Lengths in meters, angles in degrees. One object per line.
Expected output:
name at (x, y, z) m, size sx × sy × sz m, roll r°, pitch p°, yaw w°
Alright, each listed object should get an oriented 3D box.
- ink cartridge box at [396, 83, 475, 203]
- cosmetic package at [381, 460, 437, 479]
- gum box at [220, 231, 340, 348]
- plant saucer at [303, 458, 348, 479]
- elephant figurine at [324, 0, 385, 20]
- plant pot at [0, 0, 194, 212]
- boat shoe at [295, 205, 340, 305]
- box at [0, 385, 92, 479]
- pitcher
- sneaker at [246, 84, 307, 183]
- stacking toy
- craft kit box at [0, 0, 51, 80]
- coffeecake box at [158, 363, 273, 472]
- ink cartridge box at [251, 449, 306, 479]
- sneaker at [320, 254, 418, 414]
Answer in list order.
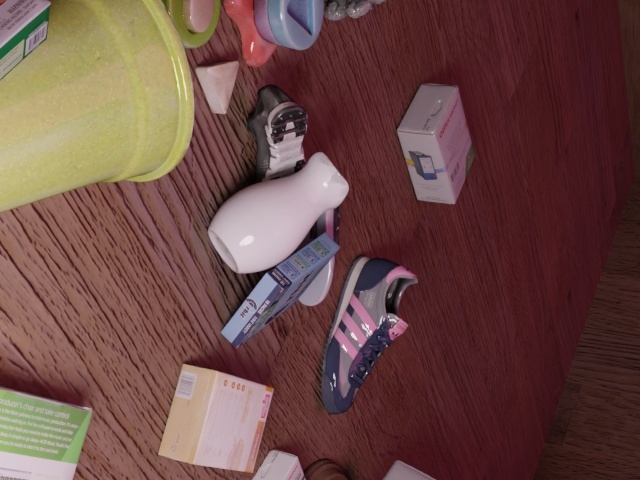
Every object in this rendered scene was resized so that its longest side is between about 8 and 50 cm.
ink cartridge box at (0.250, -0.206, 2.256) m, size 0.154 × 0.093 × 0.212 m, roll -63°, pitch 148°, yaw -32°
cosmetic package at (0.171, 0.719, 2.046) m, size 0.394 × 0.327 × 0.329 m, roll -43°, pitch 152°, yaw -50°
gum box at (-0.063, 0.079, 1.715) m, size 0.157 × 0.041 × 0.184 m, roll -51°, pitch 171°, yaw 36°
plant saucer at (-0.005, 0.566, 2.059) m, size 0.278 × 0.041 × 0.277 m, roll -23°, pitch 117°, yaw -58°
elephant figurine at (0.026, -0.492, 1.710) m, size 0.239 × 0.169 × 0.186 m, roll 56°, pitch 18°, yaw -31°
plant pot at (-0.315, -0.142, 1.077) m, size 0.254 × 0.276 × 0.276 m, roll -33°, pitch 127°, yaw -40°
boat shoe at (0.000, 0.000, 1.874) m, size 0.076 × 0.080 × 0.228 m, roll -1°, pitch 92°, yaw -60°
box at (-0.399, 0.331, 1.239) m, size 0.232 × 0.058 × 0.322 m, roll 36°, pitch 68°, yaw -59°
pitcher at (-0.068, -0.031, 1.651) m, size 0.207 × 0.125 × 0.178 m, roll -35°, pitch 166°, yaw -17°
sneaker at (-0.072, -0.154, 1.679) m, size 0.078 × 0.106 × 0.234 m, roll -18°, pitch 145°, yaw -20°
stacking toy at (-0.095, -0.352, 1.528) m, size 0.279 × 0.130 × 0.309 m, roll -66°, pitch 148°, yaw -27°
craft kit box at (-0.404, -0.185, 0.897) m, size 0.250 × 0.247 × 0.061 m, roll -58°, pitch 176°, yaw -38°
coffeecake box at (-0.159, 0.281, 1.656) m, size 0.185 × 0.068 × 0.142 m, roll 32°, pitch 69°, yaw -60°
ink cartridge box at (-0.070, 0.455, 1.885) m, size 0.099 × 0.056 × 0.135 m, roll -56°, pitch 143°, yaw -38°
sneaker at (0.094, 0.186, 2.034) m, size 0.112 × 0.131 × 0.319 m, roll 34°, pitch 68°, yaw -60°
